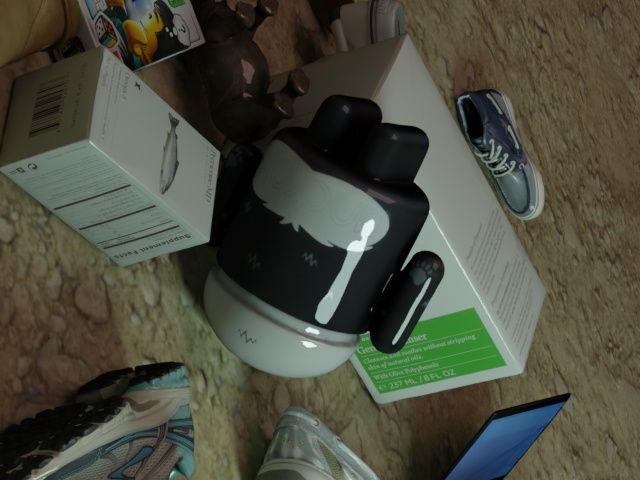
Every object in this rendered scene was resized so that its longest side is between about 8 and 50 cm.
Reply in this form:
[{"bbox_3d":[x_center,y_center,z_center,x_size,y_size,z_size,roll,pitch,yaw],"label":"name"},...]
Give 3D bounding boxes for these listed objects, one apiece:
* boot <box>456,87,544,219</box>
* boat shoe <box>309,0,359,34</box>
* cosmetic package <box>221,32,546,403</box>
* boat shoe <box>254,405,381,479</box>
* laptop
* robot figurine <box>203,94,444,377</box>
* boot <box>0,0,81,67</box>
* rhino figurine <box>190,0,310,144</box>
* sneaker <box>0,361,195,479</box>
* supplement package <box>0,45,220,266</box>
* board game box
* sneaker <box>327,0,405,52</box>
[{"bbox_3d":[0.237,-0.114,2.394,0.086,0.069,0.190,-11,78,-54],"label":"boot"},{"bbox_3d":[0.013,-0.322,2.094,0.059,0.063,0.170,-37,108,-53],"label":"boat shoe"},{"bbox_3d":[0.076,-0.019,1.922,0.365,0.197,0.155,57,34,-26],"label":"cosmetic package"},{"bbox_3d":[0.051,0.291,1.812,0.320,0.118,0.103,43,46,-34],"label":"boat shoe"},{"bbox_3d":[0.221,0.329,2.065,0.234,0.136,0.264,-2,78,-60],"label":"laptop"},{"bbox_3d":[-0.001,-0.001,1.716,0.173,0.278,0.209,20,14,-28],"label":"robot figurine"},{"bbox_3d":[-0.313,-0.228,1.456,0.269,0.089,0.236,-41,111,-57],"label":"boot"},{"bbox_3d":[-0.094,-0.209,1.802,0.073,0.106,0.243,-4,67,-46],"label":"rhino figurine"},{"bbox_3d":[-0.178,0.191,1.468,0.283,0.110,0.122,-27,103,-61],"label":"sneaker"},{"bbox_3d":[-0.185,-0.072,1.582,0.179,0.105,0.105,42,42,-45],"label":"supplement package"},{"bbox_3d":[-0.225,-0.305,1.679,0.193,0.053,0.305,-36,108,-60],"label":"board game box"},{"bbox_3d":[0.057,-0.164,2.076,0.094,0.091,0.258,-58,147,-59],"label":"sneaker"}]
